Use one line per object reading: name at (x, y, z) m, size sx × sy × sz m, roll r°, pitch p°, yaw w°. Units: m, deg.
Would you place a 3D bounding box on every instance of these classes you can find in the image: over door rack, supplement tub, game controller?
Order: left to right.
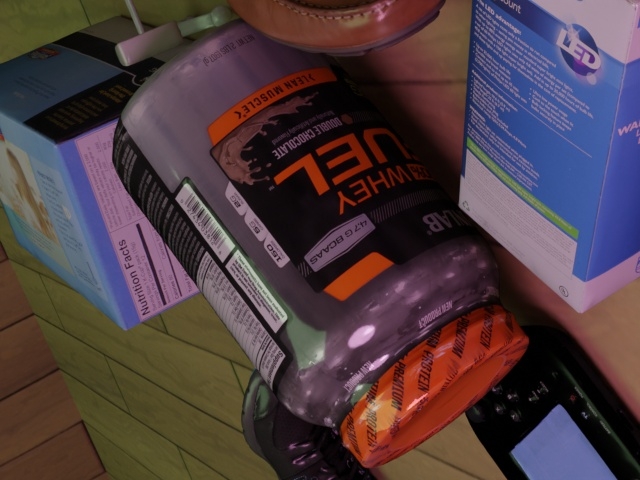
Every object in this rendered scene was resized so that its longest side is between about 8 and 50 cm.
over door rack at (-0.175, -0.296, 1.242) m, size 0.324 × 0.108 × 0.239 m, roll -109°, pitch -4°, yaw -79°
supplement tub at (0.000, 0.000, 1.058) m, size 0.338 × 0.207 × 0.207 m, roll 52°, pitch 156°, yaw 18°
game controller at (0.233, 0.216, 1.056) m, size 0.319 × 0.067 × 0.166 m, roll 54°, pitch 157°, yaw 17°

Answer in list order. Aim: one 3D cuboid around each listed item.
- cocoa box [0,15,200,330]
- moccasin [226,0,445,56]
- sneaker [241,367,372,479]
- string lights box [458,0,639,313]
cocoa box at (-0.225, -0.090, 1.482) m, size 0.347 × 0.228 × 0.231 m, roll 27°, pitch 139°, yaw 54°
moccasin at (-0.036, -0.267, 1.015) m, size 0.380 × 0.139 × 0.147 m, roll 55°, pitch 167°, yaw 42°
sneaker at (0.006, 0.265, 1.580) m, size 0.139 × 0.125 × 0.341 m, roll 11°, pitch 131°, yaw 35°
string lights box at (0.162, -0.091, 0.842) m, size 0.133 × 0.076 × 0.260 m, roll 45°, pitch 153°, yaw 34°
